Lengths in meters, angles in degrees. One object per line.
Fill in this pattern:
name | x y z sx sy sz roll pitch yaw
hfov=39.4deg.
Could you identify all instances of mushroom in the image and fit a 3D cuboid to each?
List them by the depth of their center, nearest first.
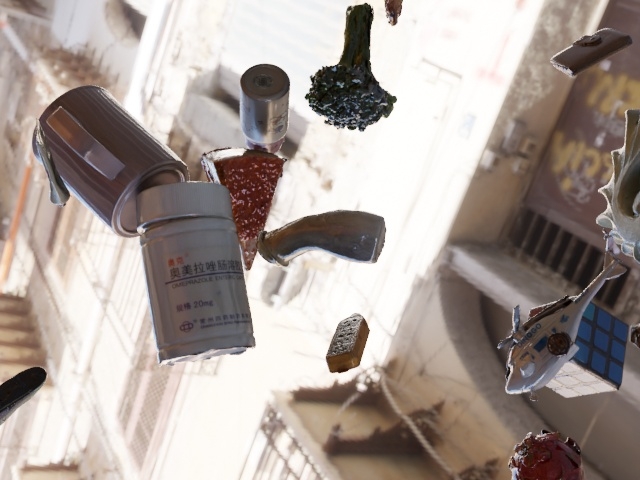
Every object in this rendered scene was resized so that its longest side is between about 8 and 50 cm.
mushroom | -0.002 -0.004 1.492 0.223 0.092 0.081 -4 -146 16

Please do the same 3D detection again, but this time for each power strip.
power strip | 0.044 0.149 1.356 0.049 0.028 0.178 -16 -165 16

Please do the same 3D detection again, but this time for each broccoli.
broccoli | 0.098 -0.360 1.910 0.199 0.274 0.177 32 159 -17

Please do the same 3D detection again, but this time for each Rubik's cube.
Rubik's cube | 0.553 0.234 1.950 0.161 0.162 0.163 30 152 -20

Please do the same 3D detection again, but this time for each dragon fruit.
dragon fruit | 0.394 0.405 1.530 0.136 0.165 0.133 -32 -146 -31

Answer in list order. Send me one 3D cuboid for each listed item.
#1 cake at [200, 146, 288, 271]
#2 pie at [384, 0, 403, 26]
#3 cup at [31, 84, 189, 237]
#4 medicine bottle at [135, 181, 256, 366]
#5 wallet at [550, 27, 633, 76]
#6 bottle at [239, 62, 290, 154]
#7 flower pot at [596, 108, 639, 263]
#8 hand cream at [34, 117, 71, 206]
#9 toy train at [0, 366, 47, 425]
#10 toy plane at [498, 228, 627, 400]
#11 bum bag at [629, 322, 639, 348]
cake | -0.190 -0.076 1.896 0.160 0.262 0.158 16 -177 -20
pie | 0.114 -0.395 1.375 0.034 0.170 0.092 9 -124 7
cup | -0.425 -0.178 1.803 0.208 0.288 0.273 -37 -114 -28
medicine bottle | -0.241 0.061 1.711 0.190 0.332 0.190 -11 169 -2
wallet | 0.587 -0.414 1.946 0.038 0.153 0.118 60 180 -26
bottle | -0.125 -0.277 1.982 0.110 0.233 0.110 2 -122 -4
flower pot | 0.653 -0.141 1.647 0.165 0.367 0.254 8 -159 -10
hand cream | -0.447 -0.121 1.474 0.037 0.165 0.057 -11 -137 -5
toy train | -0.561 0.293 1.505 0.052 0.051 0.234 38 -131 21
toy plane | 0.378 0.128 1.365 0.107 0.273 0.182 47 170 38
bum bag | 0.600 0.152 1.565 0.034 0.124 0.058 35 -144 -34
